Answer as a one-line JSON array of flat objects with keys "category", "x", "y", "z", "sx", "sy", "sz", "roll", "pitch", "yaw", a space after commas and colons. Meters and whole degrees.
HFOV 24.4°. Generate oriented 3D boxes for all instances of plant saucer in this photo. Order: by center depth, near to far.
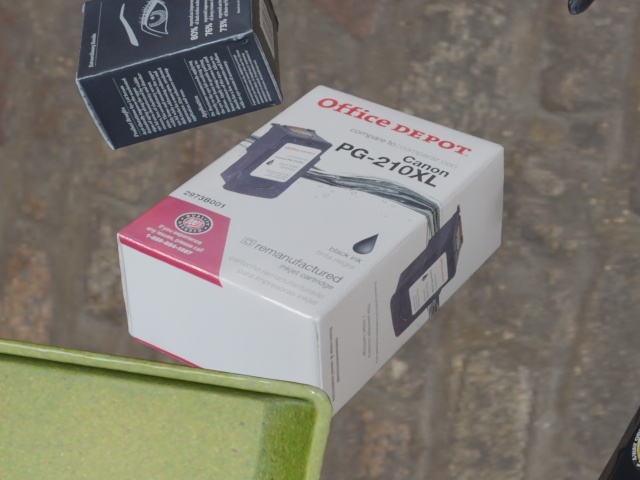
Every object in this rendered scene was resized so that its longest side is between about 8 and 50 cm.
[{"category": "plant saucer", "x": -0.101, "y": 0.124, "z": 0.653, "sx": 0.188, "sy": 0.045, "sz": 0.188, "roll": 9, "pitch": 112, "yaw": -3}]

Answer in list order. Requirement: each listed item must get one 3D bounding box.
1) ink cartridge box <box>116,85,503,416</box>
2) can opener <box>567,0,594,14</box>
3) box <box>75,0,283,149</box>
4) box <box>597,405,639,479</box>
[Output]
[{"category": "ink cartridge box", "x": 0.000, "y": 0.000, "z": 1.051, "sx": 0.172, "sy": 0.237, "sz": 0.100, "roll": 22, "pitch": 133, "yaw": 29}, {"category": "can opener", "x": 0.217, "y": -0.246, "z": 1.042, "sx": 0.186, "sy": 0.073, "sz": 0.059, "roll": -55, "pitch": 47, "yaw": 18}, {"category": "box", "x": -0.156, "y": -0.209, "z": 1.641, "sx": 0.207, "sy": 0.108, "sz": 0.153, "roll": -14, "pitch": 43, "yaw": 10}, {"category": "box", "x": 0.288, "y": 0.257, "z": 0.916, "sx": 0.395, "sy": 0.318, "sz": 0.097, "roll": -58, "pitch": 19, "yaw": -13}]
